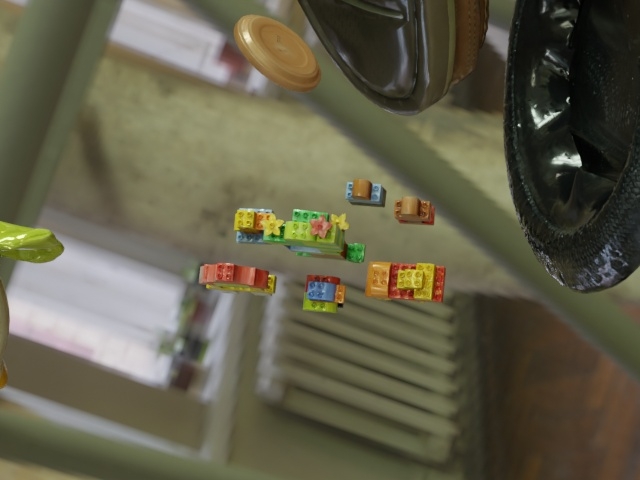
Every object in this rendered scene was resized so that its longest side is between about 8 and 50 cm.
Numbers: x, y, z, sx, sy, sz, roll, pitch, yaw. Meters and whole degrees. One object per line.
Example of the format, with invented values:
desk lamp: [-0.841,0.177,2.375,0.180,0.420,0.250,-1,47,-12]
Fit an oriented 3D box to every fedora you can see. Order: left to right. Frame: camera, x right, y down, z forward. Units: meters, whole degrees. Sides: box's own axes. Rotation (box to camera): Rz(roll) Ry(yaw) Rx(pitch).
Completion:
fedora: [0.244,-0.114,1.206,0.334,0.152,0.334,-174,90,-77]

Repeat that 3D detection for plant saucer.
plant saucer: [-0.033,-0.155,1.408,0.013,0.083,0.083,-48,20,29]

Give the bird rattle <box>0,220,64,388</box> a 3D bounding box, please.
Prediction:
bird rattle: [-0.300,0.050,1.171,0.143,0.253,0.207,33,137,44]

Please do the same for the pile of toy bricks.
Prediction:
pile of toy bricks: [0.000,0.000,1.492,0.105,0.212,0.118,40,-126,-74]

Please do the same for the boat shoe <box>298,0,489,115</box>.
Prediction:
boat shoe: [0.027,-0.200,0.659,0.111,0.104,0.307,22,136,48]
